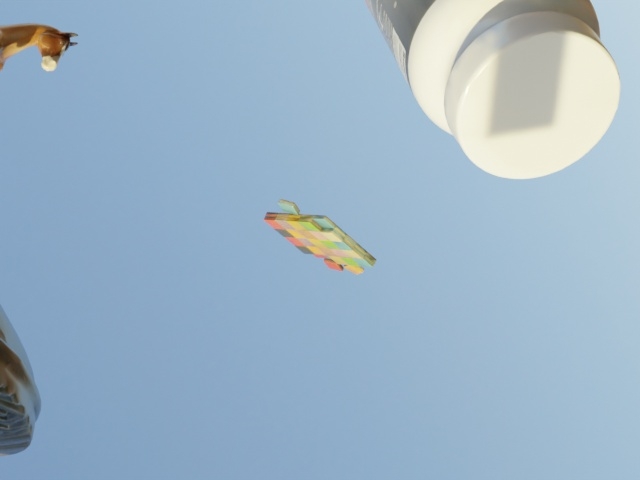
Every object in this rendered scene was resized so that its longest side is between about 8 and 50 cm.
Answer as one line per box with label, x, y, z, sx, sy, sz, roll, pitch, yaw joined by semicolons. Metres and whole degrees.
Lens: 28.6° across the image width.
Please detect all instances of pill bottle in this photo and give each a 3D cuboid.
pill bottle;0.180;-0.236;1.372;0.210;0.210;0.363;44;-164;-36

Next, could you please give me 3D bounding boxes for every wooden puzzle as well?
wooden puzzle;0.000;0.000;0.717;0.083;0.049;0.006;40;-113;-38

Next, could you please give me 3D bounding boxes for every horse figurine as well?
horse figurine;-0.415;-0.190;1.344;0.066;0.263;0.174;78;-156;-45

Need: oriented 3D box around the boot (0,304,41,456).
boot;-0.257;-0.122;0.833;0.367;0.146;0.445;68;-158;-54
